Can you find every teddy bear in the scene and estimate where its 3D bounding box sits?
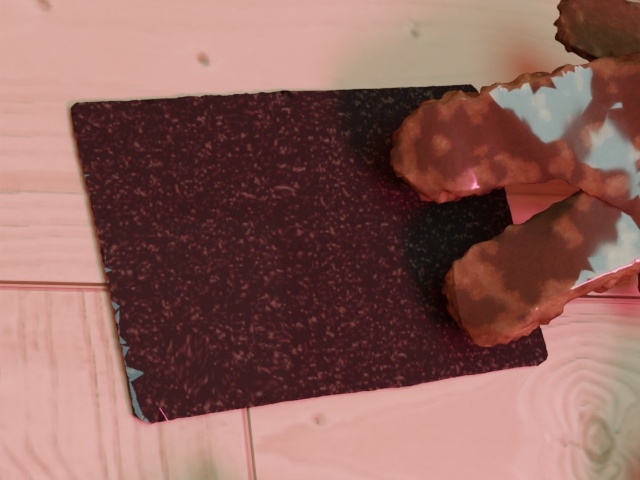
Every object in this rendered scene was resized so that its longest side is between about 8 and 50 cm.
[{"bbox_3d":[0.213,-0.061,1.304,0.296,0.222,0.246,-21,89,8],"label":"teddy bear"}]

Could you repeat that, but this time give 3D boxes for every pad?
[{"bbox_3d":[0.000,0.000,1.236,0.330,0.004,0.220,-5,75,-31],"label":"pad"}]
